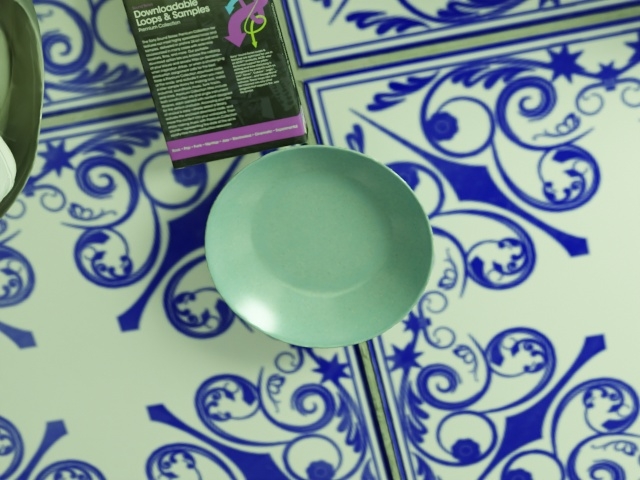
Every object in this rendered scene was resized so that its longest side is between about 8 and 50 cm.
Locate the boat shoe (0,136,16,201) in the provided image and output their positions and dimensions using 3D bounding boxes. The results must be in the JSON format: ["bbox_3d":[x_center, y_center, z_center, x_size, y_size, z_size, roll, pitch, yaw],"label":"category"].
[{"bbox_3d":[-0.303,-0.095,1.291,0.066,0.063,0.184,-23,114,16],"label":"boat shoe"}]

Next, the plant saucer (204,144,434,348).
[{"bbox_3d":[0.000,0.000,1.447,0.195,0.037,0.195,2,118,4],"label":"plant saucer"}]

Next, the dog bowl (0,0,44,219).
[{"bbox_3d":[-0.383,-0.144,1.365,0.349,0.102,0.348,1,118,3],"label":"dog bowl"}]

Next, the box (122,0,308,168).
[{"bbox_3d":[-0.084,-0.144,1.383,0.116,0.029,0.162,-10,118,9],"label":"box"}]
